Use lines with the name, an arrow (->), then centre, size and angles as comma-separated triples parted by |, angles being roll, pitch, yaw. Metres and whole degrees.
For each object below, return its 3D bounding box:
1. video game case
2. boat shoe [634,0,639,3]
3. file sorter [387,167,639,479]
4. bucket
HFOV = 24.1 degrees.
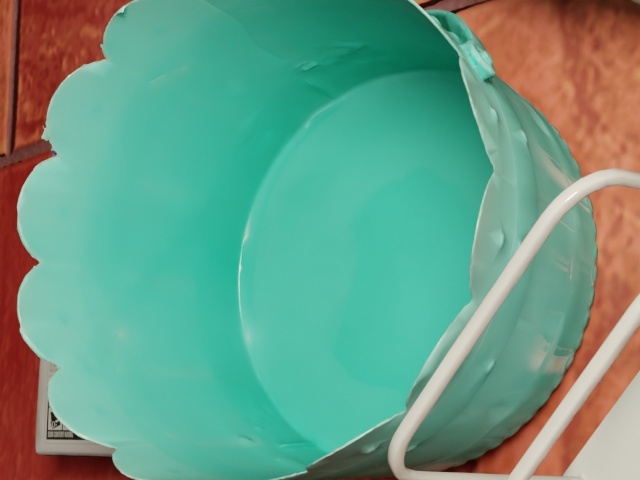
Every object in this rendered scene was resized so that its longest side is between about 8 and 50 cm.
video game case -> -0.096, 0.027, 1.029 | 0.269, 0.061, 0.244 | -7, 78, 48
boat shoe -> 0.101, -0.205, 0.816 | 0.320, 0.103, 0.118 | 40, 112, 45
file sorter -> 0.182, 0.123, 0.605 | 0.193, 0.173, 0.278 | -59, 45, 22
bucket -> 0.000, 0.000, 0.786 | 0.281, 0.183, 0.281 | -6, 78, 31
